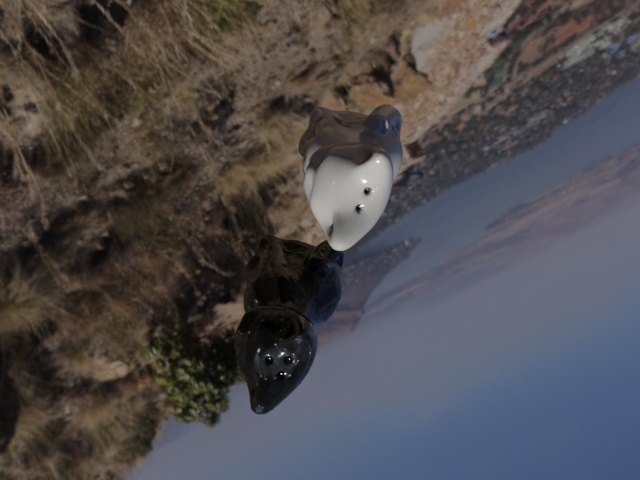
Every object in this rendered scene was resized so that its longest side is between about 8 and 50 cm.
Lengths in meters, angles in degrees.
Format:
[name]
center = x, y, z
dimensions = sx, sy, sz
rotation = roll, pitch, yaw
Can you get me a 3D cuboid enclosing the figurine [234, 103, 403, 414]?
[figurine]
center = 0.000, 0.000, 0.524
dimensions = 0.209, 0.092, 0.215
rotation = -82, -165, -71
